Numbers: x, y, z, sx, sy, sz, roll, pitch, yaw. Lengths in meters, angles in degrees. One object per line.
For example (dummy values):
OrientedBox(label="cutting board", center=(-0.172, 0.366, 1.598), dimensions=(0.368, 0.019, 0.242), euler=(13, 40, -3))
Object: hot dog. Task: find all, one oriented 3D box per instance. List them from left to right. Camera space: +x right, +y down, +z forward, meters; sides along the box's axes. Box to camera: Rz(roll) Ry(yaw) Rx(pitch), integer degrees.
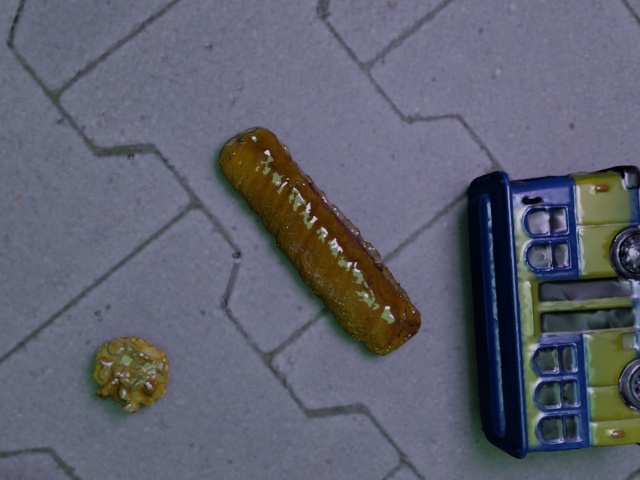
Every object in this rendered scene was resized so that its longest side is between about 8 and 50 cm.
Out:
OrientedBox(label="hot dog", center=(-0.001, 0.001, 1.033), dimensions=(0.083, 0.068, 0.289), euler=(-40, 93, 2))

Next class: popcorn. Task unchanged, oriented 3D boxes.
OrientedBox(label="popcorn", center=(-0.199, 0.138, 1.013), dimensions=(0.083, 0.057, 0.082), euler=(-36, 90, -3))

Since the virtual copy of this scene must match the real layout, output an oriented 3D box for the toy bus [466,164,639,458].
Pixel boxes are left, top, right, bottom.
OrientedBox(label="toy bus", center=(0.250, 0.070, 1.018), dimensions=(0.175, 0.138, 0.288), euler=(-4, 89, -6))
